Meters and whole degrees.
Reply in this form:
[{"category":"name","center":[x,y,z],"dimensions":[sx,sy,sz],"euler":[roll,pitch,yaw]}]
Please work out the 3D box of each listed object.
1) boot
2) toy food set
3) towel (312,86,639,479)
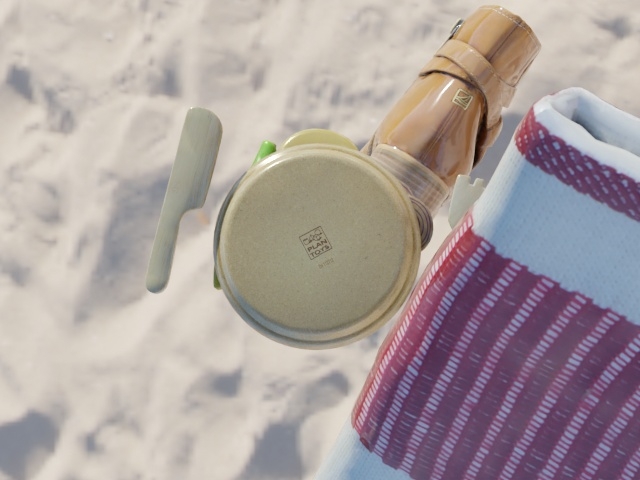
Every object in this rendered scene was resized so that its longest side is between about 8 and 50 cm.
[{"category":"boot","center":[0.091,-0.096,1.344],"dimensions":[0.109,0.283,0.220],"euler":[33,91,3]},{"category":"toy food set","center":[0.000,0.000,0.936],"dimensions":[0.192,0.038,0.132],"euler":[15,83,6]},{"category":"towel","center":[0.100,0.126,0.435],"dimensions":[0.237,0.037,0.329],"euler":[27,134,3]}]
